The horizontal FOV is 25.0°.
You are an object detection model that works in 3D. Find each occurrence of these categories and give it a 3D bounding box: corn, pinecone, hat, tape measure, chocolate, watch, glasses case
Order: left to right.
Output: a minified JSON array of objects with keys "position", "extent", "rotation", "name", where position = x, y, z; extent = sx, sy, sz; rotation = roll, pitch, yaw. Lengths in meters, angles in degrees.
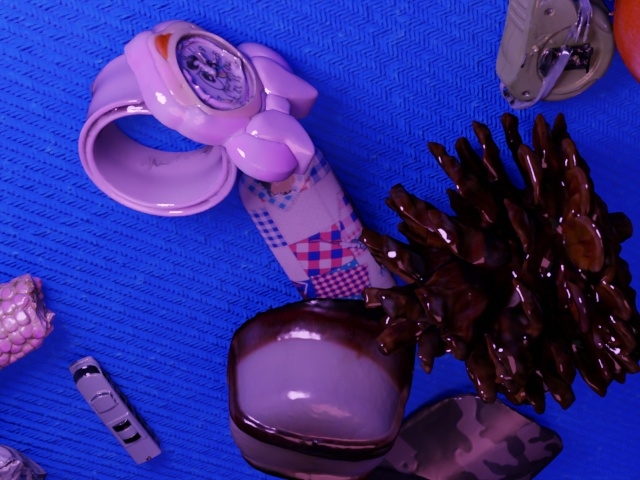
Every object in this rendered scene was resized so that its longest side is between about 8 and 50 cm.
[{"position":[-0.499,0.155,1.890],"extent":[0.335,0.126,0.126],"rotation":[-30,128,3],"name":"corn"},{"position":[-0.157,-0.137,1.742],"extent":[0.248,0.210,0.217],"rotation":[26,133,-21],"name":"watch"},{"position":[0.000,0.000,1.932],"extent":[0.125,0.076,0.327],"rotation":[-25,129,8],"name":"glasses case"},{"position":[0.003,0.228,1.989],"extent":[0.284,0.186,0.283],"rotation":[-3,144,-2],"name":"chocolate"},{"position":[0.202,0.434,2.242],"extent":[0.366,0.257,0.382],"rotation":[30,132,-34],"name":"hat"},{"position":[0.228,0.036,1.830],"extent":[0.398,0.397,0.397],"rotation":[-8,127,-10],"name":"pinecone"},{"position":[0.298,-0.248,1.827],"extent":[0.154,0.087,0.177],"rotation":[-4,128,-20],"name":"tape measure"}]

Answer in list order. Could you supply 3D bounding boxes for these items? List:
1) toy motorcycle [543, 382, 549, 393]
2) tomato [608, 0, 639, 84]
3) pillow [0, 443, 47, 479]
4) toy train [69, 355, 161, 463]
[{"position":[0.304,0.138,2.124],"extent":[0.225,0.073,0.152],"rotation":[35,108,-32],"name":"toy motorcycle"},{"position":[0.483,-0.282,1.763],"extent":[0.256,0.224,0.255],"rotation":[-31,142,-29],"name":"tomato"},{"position":[-0.529,0.340,1.951],"extent":[0.310,0.138,0.283],"rotation":[-8,162,-6],"name":"pillow"},{"position":[-0.291,0.240,2.049],"extent":[0.043,0.047,0.207],"rotation":[-27,129,3],"name":"toy train"}]
